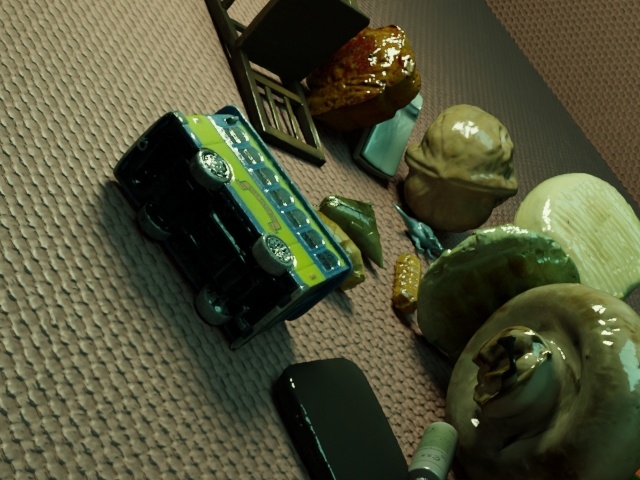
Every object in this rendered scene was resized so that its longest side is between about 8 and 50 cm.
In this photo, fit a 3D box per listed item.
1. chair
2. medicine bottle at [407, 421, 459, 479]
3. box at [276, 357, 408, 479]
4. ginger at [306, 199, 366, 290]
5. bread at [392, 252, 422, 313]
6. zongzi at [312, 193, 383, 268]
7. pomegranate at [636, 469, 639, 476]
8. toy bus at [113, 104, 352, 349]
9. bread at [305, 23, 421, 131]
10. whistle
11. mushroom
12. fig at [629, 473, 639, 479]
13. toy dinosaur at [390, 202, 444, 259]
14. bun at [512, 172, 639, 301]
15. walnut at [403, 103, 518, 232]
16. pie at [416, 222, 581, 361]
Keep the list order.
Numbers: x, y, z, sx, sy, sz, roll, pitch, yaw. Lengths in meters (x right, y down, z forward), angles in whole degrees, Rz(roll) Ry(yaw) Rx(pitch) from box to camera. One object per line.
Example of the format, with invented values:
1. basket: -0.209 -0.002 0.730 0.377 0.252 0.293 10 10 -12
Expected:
1. chair: -0.040 -0.390 1.886 0.203 0.240 0.416 22 36 -46
2. medicine bottle: 0.156 0.333 1.431 0.058 0.057 0.199 48 27 -2
3. box: 0.034 0.259 1.363 0.201 0.042 0.213 4 51 -55
4. ginger: -0.007 -0.004 1.605 0.205 0.081 0.115 44 -6 7
5. bread: 0.157 0.076 1.786 0.052 0.044 0.157 38 28 -14
6. zongzi: 0.044 -0.016 1.737 0.154 0.062 0.131 11 57 -42
7. pomegranate: 0.578 0.464 1.742 0.221 0.221 0.257 42 17 -14
8. toy bus: -0.122 -0.026 1.382 0.312 0.152 0.190 53 28 8
9. bread: 0.085 -0.334 1.994 0.135 0.246 0.232 44 39 -48
10. whistle: 0.128 -0.263 2.115 0.163 0.163 0.290 34 68 -28
11. mushroom: 0.332 0.223 1.505 0.294 0.362 0.362 30 32 -32
12. fig: 0.437 0.433 1.594 0.195 0.195 0.245 29 21 -34
13. toy dinosaur: 0.205 -0.006 1.972 0.197 0.045 0.080 42 13 -29
14. bun: 0.610 0.027 2.359 0.361 0.213 0.361 11 64 -24
15. walnut: 0.288 -0.144 2.044 0.227 0.273 0.273 47 26 2
16. pie: 0.305 0.106 1.693 0.306 0.306 0.071 37 33 -22
